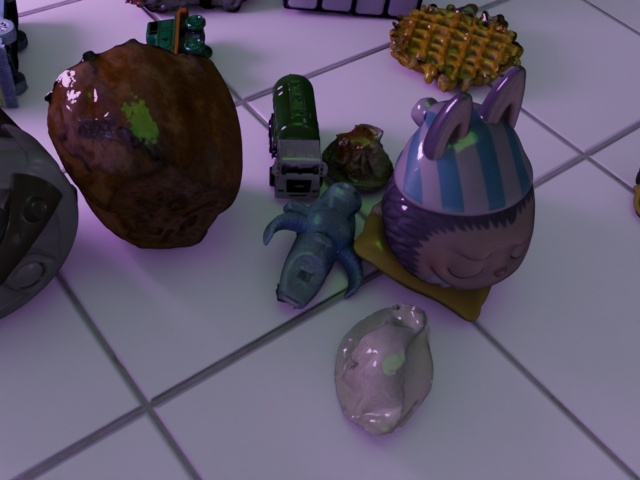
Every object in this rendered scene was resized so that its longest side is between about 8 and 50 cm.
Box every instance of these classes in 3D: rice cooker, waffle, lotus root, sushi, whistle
[{"bbox_3d":[-0.539,-0.046,1.048,0.335,0.335,0.325,-32,60,-30],"label":"rice cooker"},{"bbox_3d":[0.310,-0.441,1.681,0.329,0.062,0.329,4,47,-4],"label":"waffle"},{"bbox_3d":[-0.278,-0.122,1.165,0.316,0.316,0.250,-15,57,-20],"label":"lotus root"},{"bbox_3d":[-0.281,-0.592,1.702,0.332,0.130,0.124,-4,44,-19],"label":"sushi"},{"bbox_3d":[0.000,0.000,1.228,0.180,0.093,0.269,33,49,-12],"label":"whistle"}]

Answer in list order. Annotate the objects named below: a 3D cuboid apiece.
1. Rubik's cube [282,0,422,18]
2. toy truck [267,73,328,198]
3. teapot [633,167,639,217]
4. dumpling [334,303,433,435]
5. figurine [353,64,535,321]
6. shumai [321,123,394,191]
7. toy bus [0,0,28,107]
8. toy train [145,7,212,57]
[{"bbox_3d":[0.083,-0.761,1.747,0.337,0.343,0.344,1,49,-7],"label":"Rubik's cube"},{"bbox_3d":[-0.045,-0.194,1.373,0.101,0.125,0.242,1,50,-8],"label":"toy truck"},{"bbox_3d":[0.658,-0.103,1.403,0.166,0.130,0.119,-41,43,0],"label":"teapot"},{"bbox_3d":[0.084,0.184,1.077,0.155,0.111,0.181,3,32,38],"label":"dumpling"},{"bbox_3d":[0.248,-0.122,1.166,0.266,0.377,0.361,20,45,-9],"label":"figurine"},{"bbox_3d":[0.077,-0.164,1.367,0.145,0.116,0.145,4,46,-5],"label":"shumai"},{"bbox_3d":[-0.682,-0.403,1.454,0.190,0.152,0.312,-6,51,-14],"label":"toy bus"},{"bbox_3d":[-0.297,-0.393,1.542,0.136,0.091,0.227,-5,50,2],"label":"toy train"}]
